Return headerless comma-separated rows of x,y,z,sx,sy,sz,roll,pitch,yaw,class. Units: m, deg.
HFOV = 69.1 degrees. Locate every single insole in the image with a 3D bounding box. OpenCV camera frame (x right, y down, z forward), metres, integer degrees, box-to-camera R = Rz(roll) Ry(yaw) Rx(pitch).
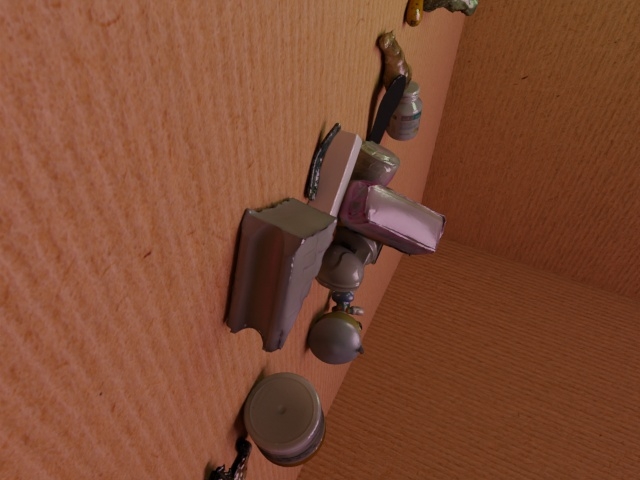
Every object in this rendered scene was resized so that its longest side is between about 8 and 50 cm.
0.230,-0.447,1.666,0.110,0.012,0.309,-23,147,-37,insole

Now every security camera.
0.088,0.059,1.614,0.277,0.191,0.197,-56,168,-34,security camera

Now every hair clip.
0.002,-0.218,1.288,0.066,0.036,0.229,-17,131,-64,hair clip

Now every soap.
-0.088,0.067,1.123,0.258,0.159,0.302,-38,146,-65,soap

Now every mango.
0.338,-0.820,1.654,0.079,0.057,0.114,5,100,-66,mango

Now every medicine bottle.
0.332,-0.515,1.838,0.215,0.135,0.135,88,27,-52,medicine bottle
-0.107,0.566,1.463,0.232,0.238,0.238,83,31,-55,medicine bottle

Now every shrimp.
-0.270,0.714,1.430,0.364,0.071,0.233,90,16,-47,shrimp

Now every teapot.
0.154,-0.250,1.611,0.163,0.221,0.178,9,119,-33,teapot

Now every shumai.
0.497,-0.967,1.751,0.272,0.204,0.222,-23,130,-63,shumai

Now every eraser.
0.035,-0.172,1.372,0.076,0.078,0.298,20,89,-73,eraser

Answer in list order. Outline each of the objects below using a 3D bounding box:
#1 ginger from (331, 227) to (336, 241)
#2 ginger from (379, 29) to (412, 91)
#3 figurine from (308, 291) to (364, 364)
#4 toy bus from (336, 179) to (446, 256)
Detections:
0.000,0.000,1.459,0.162,0.073,0.103,-66,162,-11,ginger
0.242,-0.596,1.574,0.131,0.086,0.294,-52,155,2,ginger
0.061,0.313,1.931,0.205,0.225,0.381,53,30,-45,figurine
0.222,-0.078,1.492,0.386,0.162,0.171,20,77,-31,toy bus
